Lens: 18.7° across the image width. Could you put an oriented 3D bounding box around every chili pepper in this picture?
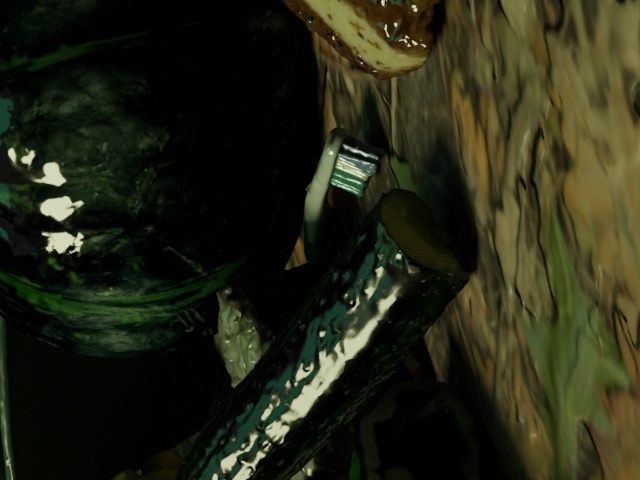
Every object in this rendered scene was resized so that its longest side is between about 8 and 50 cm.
[{"bbox_3d":[0.041,0.209,0.894,0.136,0.099,0.270,-127,29,-45],"label":"chili pepper"}]

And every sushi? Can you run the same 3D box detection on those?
[{"bbox_3d":[0.001,0.065,0.979,0.150,0.078,0.091,-138,36,-61],"label":"sushi"}]

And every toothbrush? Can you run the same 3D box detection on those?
[{"bbox_3d":[-0.002,-0.001,1.048,0.304,0.030,0.030,112,143,-72],"label":"toothbrush"}]

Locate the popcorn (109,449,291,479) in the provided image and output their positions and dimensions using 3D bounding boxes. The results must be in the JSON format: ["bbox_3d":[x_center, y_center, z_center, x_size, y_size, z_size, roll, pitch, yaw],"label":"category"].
[{"bbox_3d":[-0.078,0.264,1.314,0.266,0.192,0.233,-110,12,-45],"label":"popcorn"}]

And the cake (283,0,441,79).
[{"bbox_3d":[-0.046,-0.173,0.799,0.112,0.135,0.246,107,148,-67],"label":"cake"}]

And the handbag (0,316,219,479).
[{"bbox_3d":[-0.175,0.055,1.380,0.326,0.089,0.239,-23,-64,-67],"label":"handbag"}]

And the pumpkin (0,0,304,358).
[{"bbox_3d":[-0.136,-0.084,1.094,0.315,0.238,0.315,165,90,-77],"label":"pumpkin"}]

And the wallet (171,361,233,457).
[{"bbox_3d":[-0.089,0.190,1.673,0.317,0.044,0.169,-123,24,-58],"label":"wallet"}]

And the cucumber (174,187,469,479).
[{"bbox_3d":[-0.007,0.066,0.862,0.052,0.058,0.215,39,123,3],"label":"cucumber"}]
